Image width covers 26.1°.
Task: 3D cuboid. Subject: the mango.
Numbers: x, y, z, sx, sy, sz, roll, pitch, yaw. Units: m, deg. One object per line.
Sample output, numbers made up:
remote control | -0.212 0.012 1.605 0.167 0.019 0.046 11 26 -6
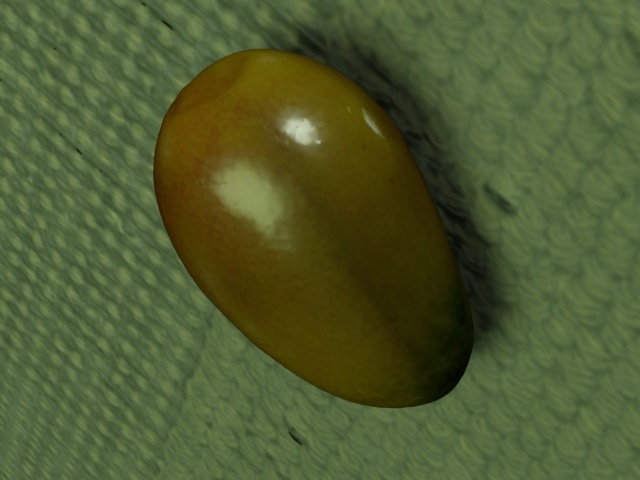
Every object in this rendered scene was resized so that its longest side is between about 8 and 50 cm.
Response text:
mango | -0.005 -0.001 0.760 0.151 0.120 0.221 -8 119 46
